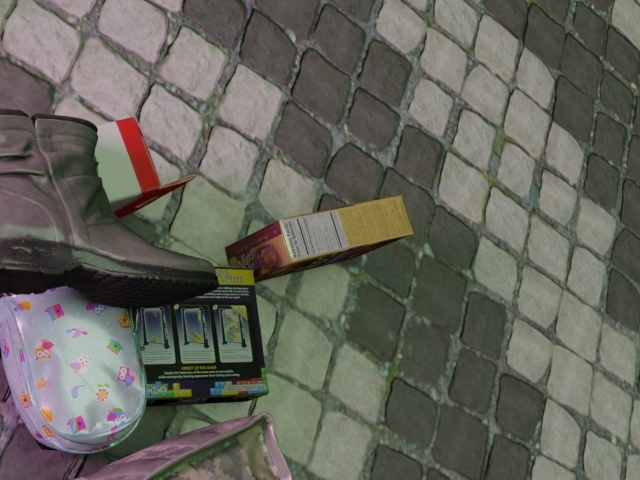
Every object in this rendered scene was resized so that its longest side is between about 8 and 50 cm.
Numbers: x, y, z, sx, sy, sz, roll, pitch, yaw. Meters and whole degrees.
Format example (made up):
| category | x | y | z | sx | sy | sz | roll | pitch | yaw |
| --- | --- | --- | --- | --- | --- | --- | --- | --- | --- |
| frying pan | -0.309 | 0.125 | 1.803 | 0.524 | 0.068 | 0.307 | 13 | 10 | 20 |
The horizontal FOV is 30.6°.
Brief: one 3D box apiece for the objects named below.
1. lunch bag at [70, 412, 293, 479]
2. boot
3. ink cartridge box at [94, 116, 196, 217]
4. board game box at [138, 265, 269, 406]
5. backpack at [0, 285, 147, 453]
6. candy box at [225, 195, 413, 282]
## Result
| category | x | y | z | sx | sy | sz | roll | pitch | yaw |
| --- | --- | --- | --- | --- | --- | --- | --- | --- | --- |
| lunch bag | -0.184 | 0.278 | 0.988 | 0.287 | 0.235 | 0.168 | -23 | 86 | -42 |
| boot | -0.196 | -0.032 | 1.019 | 0.247 | 0.083 | 0.161 | 10 | 65 | -38 |
| ink cartridge box | -0.251 | -0.051 | 1.119 | 0.231 | 0.134 | 0.078 | -19 | 88 | -41 |
| board game box | -0.143 | 0.098 | 1.211 | 0.170 | 0.048 | 0.141 | 4 | 70 | -37 |
| backpack | -0.229 | 0.106 | 1.074 | 0.152 | 0.115 | 0.182 | -11 | 82 | -17 |
| candy box | 0.000 | 0.000 | 1.318 | 0.187 | 0.109 | 0.053 | -11 | 81 | -40 |
